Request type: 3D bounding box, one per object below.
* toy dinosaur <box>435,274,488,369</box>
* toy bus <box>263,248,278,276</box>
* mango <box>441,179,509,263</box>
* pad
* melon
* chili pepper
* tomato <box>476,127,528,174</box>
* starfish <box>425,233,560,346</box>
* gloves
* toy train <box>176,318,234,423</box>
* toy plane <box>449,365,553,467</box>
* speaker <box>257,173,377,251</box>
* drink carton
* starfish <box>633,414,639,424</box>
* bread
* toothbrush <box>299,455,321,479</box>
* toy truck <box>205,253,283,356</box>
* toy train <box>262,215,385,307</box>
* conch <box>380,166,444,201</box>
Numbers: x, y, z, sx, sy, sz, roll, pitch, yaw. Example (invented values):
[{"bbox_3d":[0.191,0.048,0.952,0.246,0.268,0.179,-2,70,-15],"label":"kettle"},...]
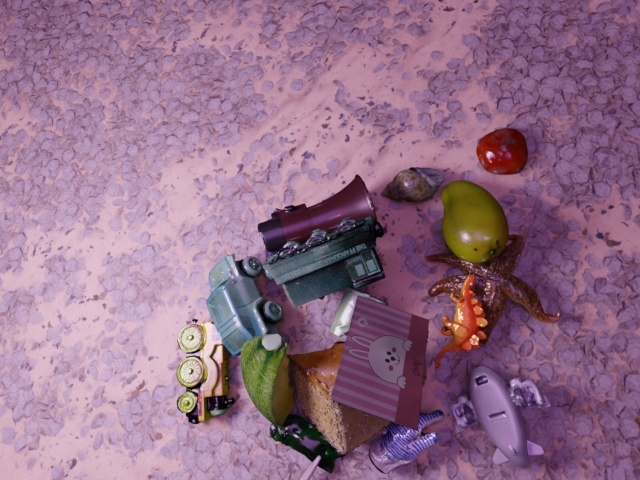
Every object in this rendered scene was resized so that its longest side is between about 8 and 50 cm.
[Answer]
[{"bbox_3d":[0.388,0.233,1.124,0.117,0.070,0.289,16,98,26],"label":"toy dinosaur"},{"bbox_3d":[-0.131,0.029,1.296,0.079,0.077,0.175,-4,74,8],"label":"toy bus"},{"bbox_3d":[0.423,-0.061,1.174,0.175,0.143,0.294,-5,46,4],"label":"mango"},{"bbox_3d":[0.152,0.273,0.995,0.201,0.005,0.300,19,45,4],"label":"pad"},{"bbox_3d":[-0.140,0.341,1.083,0.124,0.324,0.196,-25,54,-19],"label":"melon"},{"bbox_3d":[-0.034,0.552,1.152,0.224,0.061,0.098,21,79,15],"label":"chili pepper"},{"bbox_3d":[0.556,-0.279,1.269,0.155,0.069,0.156,-3,75,10],"label":"tomato"},{"bbox_3d":[0.480,0.114,1.167,0.375,0.094,0.327,39,86,21],"label":"starfish"},{"bbox_3d":[0.227,0.515,1.095,0.229,0.097,0.119,-35,36,1],"label":"gloves"},{"bbox_3d":[-0.332,0.377,1.226,0.160,0.100,0.297,-6,75,6],"label":"toy train"},{"bbox_3d":[0.460,0.446,1.070,0.251,0.118,0.253,-4,81,26],"label":"toy plane"},{"bbox_3d":[0.005,-0.013,1.235,0.329,0.259,0.198,-23,29,-1],"label":"speaker"},{"bbox_3d":[0.098,0.211,1.185,0.143,0.146,0.143,23,89,15],"label":"drink carton"},{"bbox_3d":[0.943,0.395,1.041,0.295,0.048,0.231,-45,63,-6],"label":"starfish"},{"bbox_3d":[0.095,0.358,1.124,0.315,0.249,0.278,-27,26,-37],"label":"bread"},{"bbox_3d":[-0.081,0.700,1.114,0.029,0.025,0.307,34,94,8],"label":"toothbrush"},{"bbox_3d":[-0.229,0.181,1.207,0.155,0.156,0.279,-40,69,34],"label":"toy truck"},{"bbox_3d":[0.020,0.059,1.090,0.329,0.138,0.178,-22,99,8],"label":"toy train"},{"bbox_3d":[0.288,-0.167,1.270,0.172,0.106,0.116,-17,50,-14],"label":"conch"}]
